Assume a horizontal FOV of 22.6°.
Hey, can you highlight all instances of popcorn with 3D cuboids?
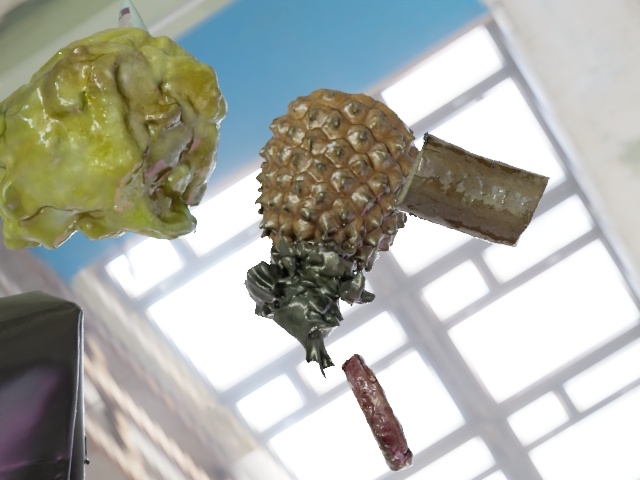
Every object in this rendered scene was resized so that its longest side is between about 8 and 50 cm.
[{"bbox_3d":[-0.150,-0.064,1.045,0.173,0.173,0.142,-116,1,-58],"label":"popcorn"}]

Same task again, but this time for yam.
[{"bbox_3d":[0.139,-0.044,1.487,0.127,0.084,0.084,21,-176,1],"label":"yam"}]

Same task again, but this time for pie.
[{"bbox_3d":[0.068,0.208,1.932,0.154,0.038,0.153,63,176,8],"label":"pie"}]

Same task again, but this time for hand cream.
[{"bbox_3d":[-0.228,-0.231,2.045,0.331,0.058,0.085,-103,-5,-59],"label":"hand cream"}]

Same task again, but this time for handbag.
[{"bbox_3d":[-0.400,0.202,1.832,0.113,0.285,0.257,15,114,47],"label":"handbag"}]

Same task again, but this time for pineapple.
[{"bbox_3d":[-0.002,-0.001,2.033,0.223,0.222,0.357,54,-135,-50],"label":"pineapple"}]
